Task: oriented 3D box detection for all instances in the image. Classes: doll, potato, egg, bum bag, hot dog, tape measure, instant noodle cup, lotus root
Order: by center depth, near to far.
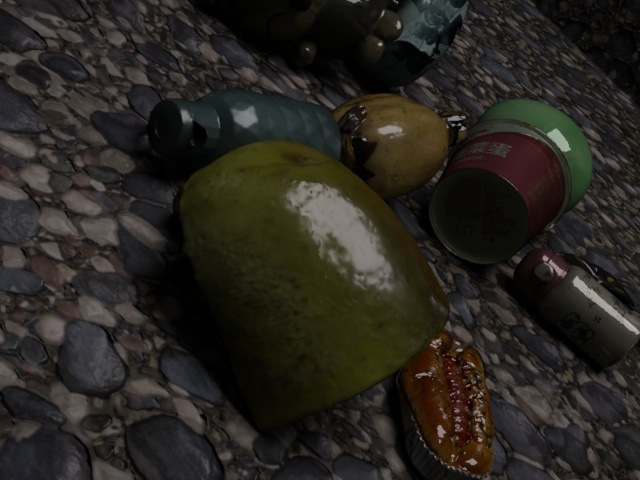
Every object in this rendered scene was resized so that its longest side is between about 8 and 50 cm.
[{"bbox_3d":[0.000,0.000,1.225,0.280,0.212,0.330,59,32,-13],"label":"potato"},{"bbox_3d":[0.162,0.210,1.376,0.144,0.075,0.268,33,31,-17],"label":"hot dog"},{"bbox_3d":[0.123,-0.162,1.740,0.310,0.183,0.183,-20,62,-40],"label":"lotus root"},{"bbox_3d":[0.301,-0.076,1.826,0.235,0.235,0.178,41,36,4],"label":"instant noodle cup"},{"bbox_3d":[0.506,0.072,2.016,0.232,0.060,0.107,23,23,-32],"label":"bum bag"},{"bbox_3d":[-0.059,-0.473,2.036,0.382,0.252,0.378,28,-4,-20],"label":"doll"},{"bbox_3d":[0.410,-0.161,2.072,0.220,0.220,0.270,11,27,-42],"label":"egg"},{"bbox_3d":[0.187,-0.441,2.165,0.147,0.256,0.275,36,-9,-22],"label":"tape measure"}]

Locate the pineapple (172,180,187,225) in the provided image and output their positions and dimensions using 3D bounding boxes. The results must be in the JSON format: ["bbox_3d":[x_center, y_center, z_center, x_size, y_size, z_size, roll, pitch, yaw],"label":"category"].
[{"bbox_3d":[-0.104,0.001,1.352,0.198,0.108,0.108,54,29,3],"label":"pineapple"}]

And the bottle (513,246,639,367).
[{"bbox_3d":[0.440,0.108,1.826,0.233,0.110,0.110,41,28,2],"label":"bottle"}]

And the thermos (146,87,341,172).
[{"bbox_3d":[-0.122,-0.148,1.504,0.286,0.145,0.182,6,10,-45],"label":"thermos"}]
